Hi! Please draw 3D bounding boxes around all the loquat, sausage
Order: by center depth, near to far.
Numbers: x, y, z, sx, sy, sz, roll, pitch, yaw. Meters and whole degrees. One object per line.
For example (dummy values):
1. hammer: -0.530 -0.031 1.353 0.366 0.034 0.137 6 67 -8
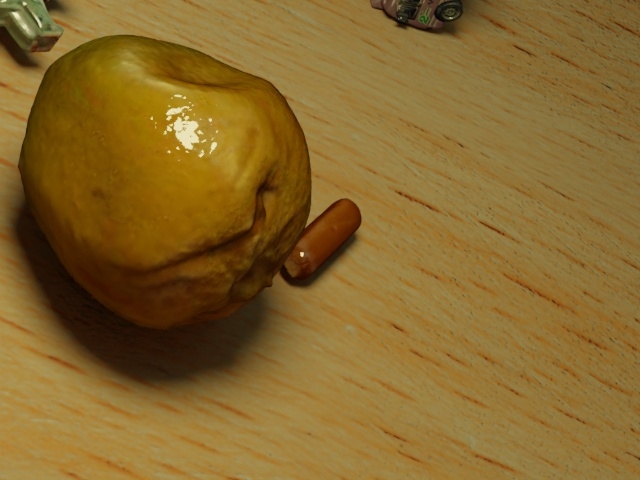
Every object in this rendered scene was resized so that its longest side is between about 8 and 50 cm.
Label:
1. loquat: -0.153 -0.055 1.848 0.283 0.276 0.276 30 37 19
2. sausage: 0.000 0.000 2.062 0.039 0.041 0.131 57 40 -11

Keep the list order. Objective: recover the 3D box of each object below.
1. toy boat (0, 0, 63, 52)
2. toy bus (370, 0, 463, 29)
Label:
1. toy boat: -0.347 -0.249 1.988 0.262 0.114 0.115 0 57 -35
2. toy bus: 0.135 -0.352 2.369 0.108 0.199 0.096 5 49 -18
